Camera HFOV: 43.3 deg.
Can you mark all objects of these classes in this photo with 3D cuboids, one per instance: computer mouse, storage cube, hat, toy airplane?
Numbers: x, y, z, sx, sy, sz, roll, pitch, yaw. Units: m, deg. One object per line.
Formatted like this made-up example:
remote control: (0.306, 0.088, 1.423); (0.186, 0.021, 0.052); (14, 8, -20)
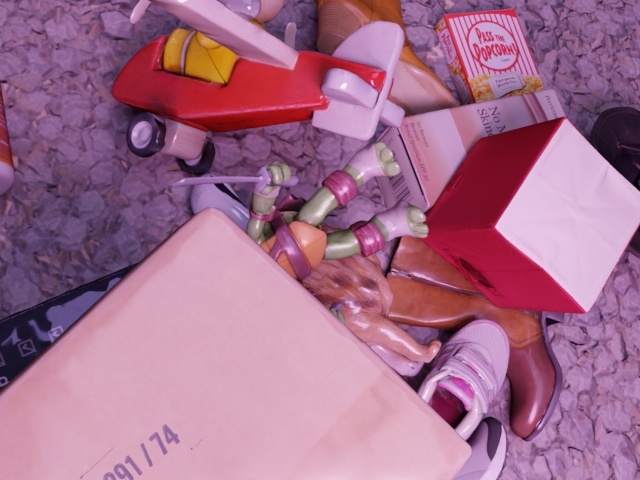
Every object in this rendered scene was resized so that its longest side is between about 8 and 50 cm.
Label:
computer mouse: (-0.123, -0.017, 1.126); (0.193, 0.106, 0.042); (42, 22, 17)
storage cube: (0.287, -0.031, 1.097); (0.183, 0.193, 0.215); (40, 75, -16)
hat: (0.502, -0.059, 1.327); (0.331, 0.134, 0.331); (20, 56, -33)
toy airplane: (-0.069, -0.248, 1.068); (0.384, 0.386, 0.273); (2, 81, -18)

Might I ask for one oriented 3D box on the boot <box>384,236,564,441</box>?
boot: (0.218, 0.138, 1.192); (0.280, 0.096, 0.264); (17, 73, -8)

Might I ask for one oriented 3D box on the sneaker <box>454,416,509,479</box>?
sneaker: (0.159, 0.336, 1.100); (0.108, 0.100, 0.271); (44, 64, 6)

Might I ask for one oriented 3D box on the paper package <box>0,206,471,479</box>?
paper package: (-0.102, 0.193, 0.656); (0.309, 0.168, 0.325); (44, 71, 2)

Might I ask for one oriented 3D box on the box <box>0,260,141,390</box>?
box: (-0.239, 0.321, 0.832); (0.471, 0.297, 0.480); (-24, 80, -13)

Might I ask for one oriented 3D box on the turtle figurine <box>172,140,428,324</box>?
turtle figurine: (0.000, 0.000, 0.958); (0.266, 0.275, 0.198); (-32, 71, -12)

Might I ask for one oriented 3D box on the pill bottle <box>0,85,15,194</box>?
pill bottle: (-0.475, -0.167, 1.052); (0.121, 0.121, 0.216); (-8, 74, -21)

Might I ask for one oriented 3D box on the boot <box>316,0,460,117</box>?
boot: (0.124, -0.327, 1.323); (0.295, 0.104, 0.211); (30, 49, -21)

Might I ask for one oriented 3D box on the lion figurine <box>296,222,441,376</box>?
lion figurine: (0.000, 0.177, 1.081); (0.240, 0.142, 0.392); (29, 69, 3)

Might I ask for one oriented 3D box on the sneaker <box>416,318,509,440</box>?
sneaker: (0.188, 0.201, 1.077); (0.103, 0.111, 0.252); (32, 60, 8)

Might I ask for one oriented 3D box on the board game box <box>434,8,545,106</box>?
board game box: (0.297, -0.303, 1.397); (0.146, 0.045, 0.194); (-12, 75, -22)

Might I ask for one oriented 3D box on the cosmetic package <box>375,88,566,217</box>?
cosmetic package: (0.245, -0.127, 1.271); (0.296, 0.129, 0.153); (-16, 77, -23)
